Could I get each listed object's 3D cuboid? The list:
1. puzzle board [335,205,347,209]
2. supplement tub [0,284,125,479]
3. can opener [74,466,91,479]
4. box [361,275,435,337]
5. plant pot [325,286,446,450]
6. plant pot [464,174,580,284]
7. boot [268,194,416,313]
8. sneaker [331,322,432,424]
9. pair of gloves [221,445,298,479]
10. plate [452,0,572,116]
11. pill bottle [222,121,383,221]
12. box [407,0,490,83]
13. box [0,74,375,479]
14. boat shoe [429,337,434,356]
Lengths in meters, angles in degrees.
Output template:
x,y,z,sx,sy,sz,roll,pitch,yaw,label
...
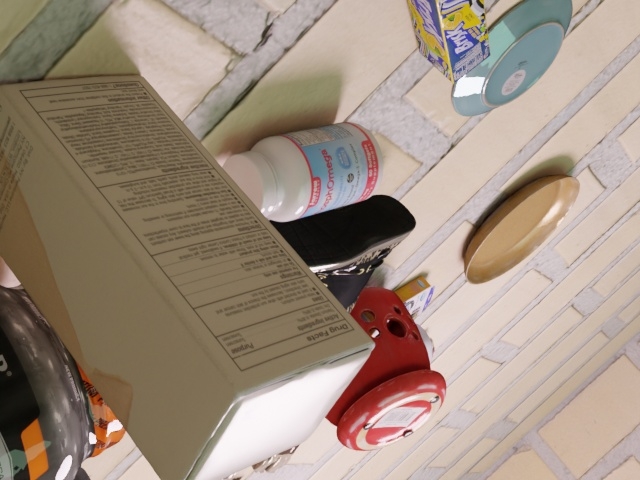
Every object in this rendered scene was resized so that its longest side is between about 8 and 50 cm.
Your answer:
x,y,z,sx,sy,sz,roll,pitch,yaw,label
0.000,0.000,1.309,0.096,0.011,0.128,-17,146,-39,puzzle board
-0.340,0.159,0.848,0.338,0.207,0.207,-23,150,-35,supplement tub
-0.325,0.350,1.327,0.076,0.095,0.283,-24,151,-30,can opener
0.117,0.107,1.639,0.136,0.028,0.081,-30,154,-28,box
0.067,0.190,1.498,0.191,0.174,0.191,-21,148,-14,plant pot
0.314,-0.023,1.699,0.236,0.032,0.236,-32,155,-17,plant pot
-0.008,0.042,1.254,0.236,0.085,0.178,-16,148,-42,boot
0.094,0.232,1.727,0.091,0.094,0.258,-23,153,-42,sneaker
-0.072,0.278,1.620,0.204,0.042,0.240,-57,152,16,pair of gloves
0.236,-0.215,1.271,0.188,0.024,0.188,-33,155,-18,plate
-0.019,-0.067,1.074,0.160,0.087,0.087,-17,147,-41,pill bottle
0.123,-0.227,1.044,0.054,0.059,0.169,-40,156,-5,box
-0.122,0.020,0.800,0.148,0.311,0.121,-12,144,-47,box
0.142,0.215,1.833,0.137,0.049,0.043,-33,152,-22,boat shoe
